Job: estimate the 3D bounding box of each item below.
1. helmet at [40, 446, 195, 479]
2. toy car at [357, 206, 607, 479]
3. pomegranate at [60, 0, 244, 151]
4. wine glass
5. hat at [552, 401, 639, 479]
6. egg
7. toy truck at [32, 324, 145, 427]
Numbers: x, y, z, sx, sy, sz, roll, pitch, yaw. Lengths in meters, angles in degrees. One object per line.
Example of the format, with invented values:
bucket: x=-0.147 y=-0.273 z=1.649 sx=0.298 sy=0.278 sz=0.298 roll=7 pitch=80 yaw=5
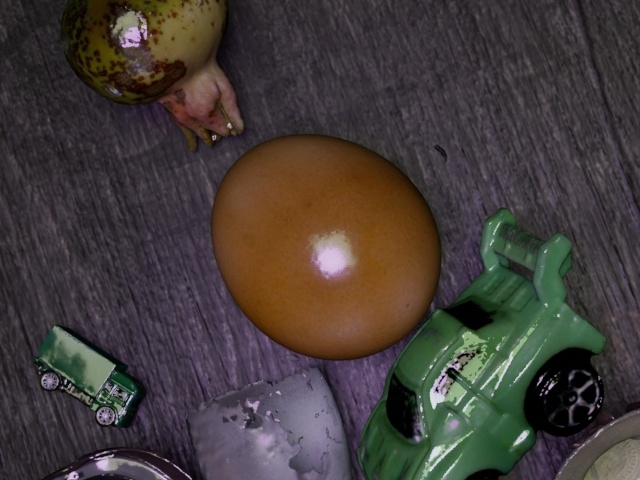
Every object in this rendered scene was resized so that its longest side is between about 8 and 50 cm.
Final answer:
helmet: x=-0.255 y=0.372 z=1.284 sx=0.305 sy=0.177 sz=0.225 roll=-30 pitch=86 yaw=-1
toy car: x=0.177 y=0.158 z=1.219 sx=0.358 sy=0.213 sz=0.176 roll=-48 pitch=116 yaw=-1
pomegranate: x=-0.196 y=-0.249 z=1.333 sx=0.222 sy=0.204 sz=0.276 roll=-39 pitch=84 yaw=-15
wine glass: x=-0.035 y=0.321 z=1.265 sx=0.191 sy=0.190 sz=0.356 roll=-18 pitch=86 yaw=4
hat: x=0.363 y=0.289 z=1.241 sx=0.257 sy=0.130 sz=0.257 roll=-2 pitch=104 yaw=-10
egg: x=0.000 y=0.000 z=1.250 sx=0.250 sy=0.250 sz=0.322 roll=-44 pitch=45 yaw=0
toy truck: x=-0.298 y=0.182 z=1.365 sx=0.147 sy=0.065 sz=0.079 roll=33 pitch=85 yaw=10
